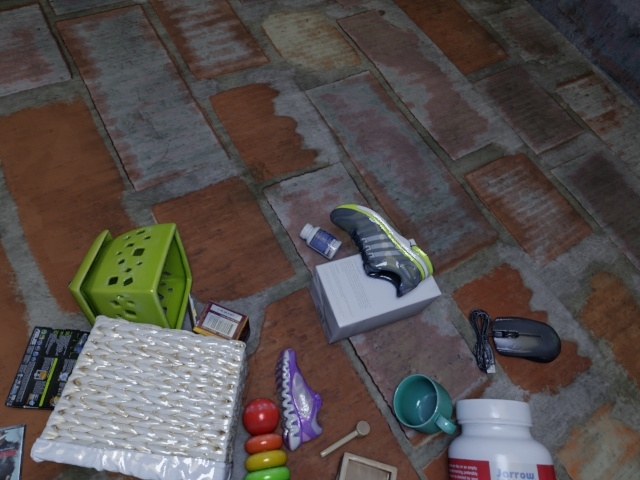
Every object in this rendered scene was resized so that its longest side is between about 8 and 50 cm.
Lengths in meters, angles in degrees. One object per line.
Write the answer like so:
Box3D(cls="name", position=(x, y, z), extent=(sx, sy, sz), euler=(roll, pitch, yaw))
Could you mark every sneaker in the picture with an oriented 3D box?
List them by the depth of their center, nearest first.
Box3D(cls="sneaker", position=(-0.051, 0.390, 1.031), extent=(0.105, 0.095, 0.236), euler=(-4, 70, -18))
Box3D(cls="sneaker", position=(0.136, 0.020, 1.035), extent=(0.300, 0.111, 0.121), euler=(37, 66, 16))

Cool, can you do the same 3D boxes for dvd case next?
Box3D(cls="dvd case", position=(-0.714, 0.482, 0.918), extent=(0.087, 0.013, 0.119), euler=(-6, 64, -12))

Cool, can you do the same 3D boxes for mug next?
Box3D(cls="mug", position=(0.267, 0.427, 1.029), extent=(0.097, 0.130, 0.157), euler=(38, 28, -32))

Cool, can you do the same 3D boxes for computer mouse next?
Box3D(cls="computer mouse", position=(0.580, 0.288, 1.185), extent=(0.273, 0.072, 0.188), euler=(5, 63, -7))

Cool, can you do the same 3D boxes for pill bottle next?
Box3D(cls="pill bottle", position=(0.412, 0.583, 0.927), extent=(0.230, 0.229, 0.406), euler=(6, 64, -6))
Box3D(cls="pill bottle", position=(0.000, 0.000, 1.236), extent=(0.120, 0.067, 0.067), euler=(33, 64, 7))

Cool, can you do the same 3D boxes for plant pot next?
Box3D(cls="plant pot", position=(-0.454, 0.107, 1.004), extent=(0.208, 0.228, 0.227), euler=(1, 44, -2))

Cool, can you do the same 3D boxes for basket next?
Box3D(cls="basket", position=(-0.325, 0.350, 0.871), extent=(0.332, 0.328, 0.266), euler=(12, 61, -3))

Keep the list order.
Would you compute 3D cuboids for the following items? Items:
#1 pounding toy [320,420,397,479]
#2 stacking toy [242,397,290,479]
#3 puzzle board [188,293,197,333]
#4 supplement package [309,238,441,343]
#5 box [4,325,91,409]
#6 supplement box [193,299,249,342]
Box3D(cls="pounding toy", position=(0.081, 0.545, 0.975), extent=(0.181, 0.094, 0.205), euler=(15, 53, 4))
Box3D(cls="stacking toy", position=(-0.118, 0.530, 0.935), extent=(0.141, 0.141, 0.329), euler=(-4, 59, -11))
Box3D(cls="puzzle board", position=(-0.325, 0.202, 1.052), extent=(0.011, 0.128, 0.096), euler=(-9, 66, -23))
Box3D(cls="supplement package", position=(0.140, 0.140, 1.129), extent=(0.293, 0.175, 0.177), euler=(-14, 65, -15))
Box3D(cls="box", position=(-0.626, 0.311, 0.999), extent=(0.185, 0.045, 0.190), euler=(7, 62, -8))
Box3D(cls="supplement box", position=(-0.238, 0.226, 1.019), extent=(0.104, 0.188, 0.080), euler=(22, 64, 3))
